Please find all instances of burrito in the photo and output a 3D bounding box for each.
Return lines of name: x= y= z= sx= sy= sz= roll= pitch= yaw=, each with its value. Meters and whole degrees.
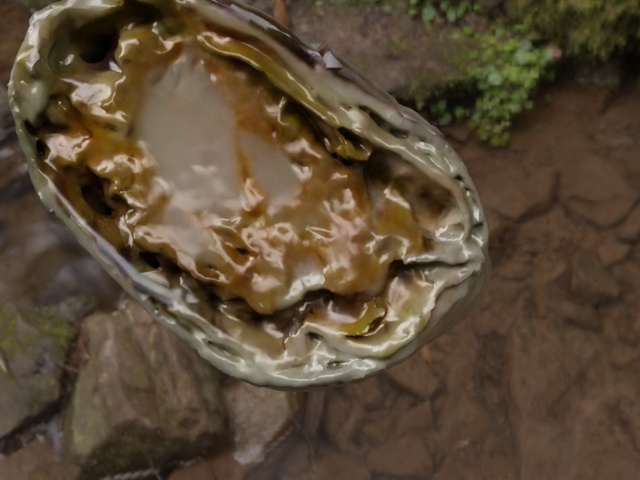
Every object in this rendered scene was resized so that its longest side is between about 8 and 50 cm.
burrito: x=-0.003 y=-0.003 z=0.442 sx=0.143 sy=0.299 sz=0.105 roll=37 pitch=91 yaw=13
